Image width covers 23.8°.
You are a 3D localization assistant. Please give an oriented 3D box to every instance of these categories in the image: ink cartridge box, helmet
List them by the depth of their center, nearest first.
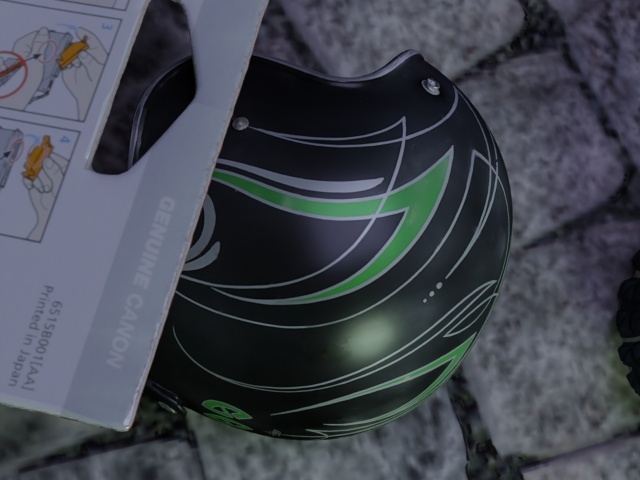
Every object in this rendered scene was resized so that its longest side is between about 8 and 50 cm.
[{"bbox_3d":[-0.144,-0.065,0.611,0.239,0.060,0.275,12,67,9],"label":"ink cartridge box"},{"bbox_3d":[0.000,0.000,0.643,0.161,0.169,0.169,6,70,-3],"label":"helmet"}]

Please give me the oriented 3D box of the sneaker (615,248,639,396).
[{"bbox_3d":[0.260,-0.009,0.779,0.122,0.110,0.283,42,63,-8],"label":"sneaker"}]
